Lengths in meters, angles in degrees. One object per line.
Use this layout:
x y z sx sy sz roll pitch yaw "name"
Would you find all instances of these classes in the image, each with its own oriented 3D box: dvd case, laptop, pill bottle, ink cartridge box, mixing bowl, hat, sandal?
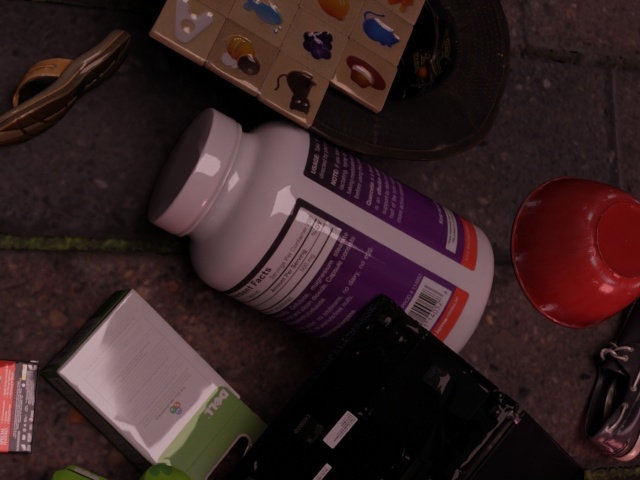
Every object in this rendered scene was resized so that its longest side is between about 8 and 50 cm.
-0.321 0.150 1.184 0.119 0.013 0.087 7 78 -26 "dvd case"
0.087 0.228 1.229 0.264 0.136 0.234 39 85 10 "laptop"
0.000 0.000 1.275 0.323 0.181 0.181 29 70 -19 "pill bottle"
-0.153 0.158 1.238 0.209 0.062 0.109 47 65 -14 "ink cartridge box"
0.321 0.007 1.481 0.181 0.098 0.181 4 80 -27 "mixing bowl"
0.028 -0.201 1.342 0.331 0.134 0.331 10 66 -23 "hat"
-0.255 -0.152 1.239 0.049 0.072 0.180 43 63 3 "sandal"

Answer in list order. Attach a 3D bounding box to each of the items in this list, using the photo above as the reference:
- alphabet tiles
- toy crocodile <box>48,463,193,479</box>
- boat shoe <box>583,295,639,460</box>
-0.027 -0.282 1.263 0.285 0.011 0.343 30 59 -13 "alphabet tiles"
-0.109 0.306 1.179 0.340 0.105 0.115 33 112 -21 "toy crocodile"
0.354 0.147 1.488 0.065 0.075 0.206 23 77 -25 "boat shoe"
